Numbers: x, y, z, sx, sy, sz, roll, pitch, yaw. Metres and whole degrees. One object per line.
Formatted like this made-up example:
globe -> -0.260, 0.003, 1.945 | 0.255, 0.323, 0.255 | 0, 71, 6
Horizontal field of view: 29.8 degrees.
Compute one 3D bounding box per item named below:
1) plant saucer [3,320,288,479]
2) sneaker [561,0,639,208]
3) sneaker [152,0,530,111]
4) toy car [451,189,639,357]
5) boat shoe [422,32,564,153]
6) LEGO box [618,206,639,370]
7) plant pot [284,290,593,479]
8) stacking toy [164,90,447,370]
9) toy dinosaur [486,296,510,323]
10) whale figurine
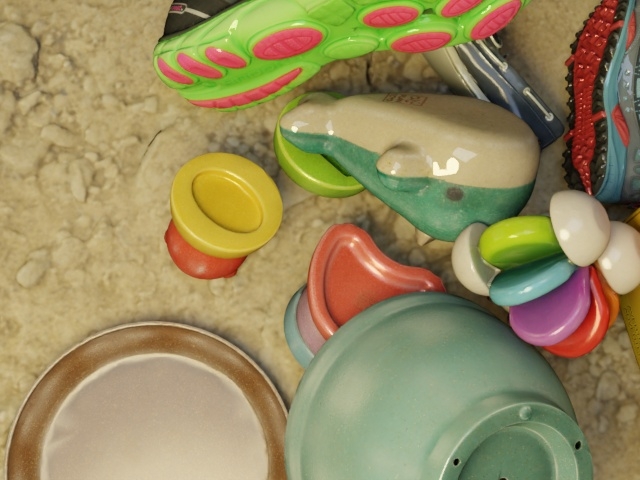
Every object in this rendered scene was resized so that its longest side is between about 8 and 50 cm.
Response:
plant saucer -> -0.180, 0.243, 1.290 | 0.311, 0.050, 0.310 | 0, 79, -1
sneaker -> 0.350, -0.158, 1.369 | 0.125, 0.104, 0.261 | 15, 76, -21
sneaker -> 0.026, -0.293, 1.274 | 0.483, 0.185, 0.202 | -12, 65, 23
toy car -> 0.226, 0.044, 1.175 | 0.159, 0.182, 0.136 | -21, 56, 34
boat shoe -> 0.179, -0.205, 1.361 | 0.079, 0.095, 0.254 | -35, 82, -6
LEGO box -> 0.470, 0.168, 1.149 | 0.193, 0.372, 0.500 | -15, 80, -4
plant pot -> 0.136, 0.212, 1.161 | 0.293, 0.196, 0.293 | -5, 102, -24
stacking toy -> 0.000, 0.000, 1.339 | 0.309, 0.130, 0.279 | 39, 55, 4
toy dinosaur -> 0.228, 0.066, 1.347 | 0.082, 0.047, 0.090 | 43, 48, 16
whale figurine -> 0.092, -0.082, 1.276 | 0.272, 0.216, 0.141 | 12, 114, 9
